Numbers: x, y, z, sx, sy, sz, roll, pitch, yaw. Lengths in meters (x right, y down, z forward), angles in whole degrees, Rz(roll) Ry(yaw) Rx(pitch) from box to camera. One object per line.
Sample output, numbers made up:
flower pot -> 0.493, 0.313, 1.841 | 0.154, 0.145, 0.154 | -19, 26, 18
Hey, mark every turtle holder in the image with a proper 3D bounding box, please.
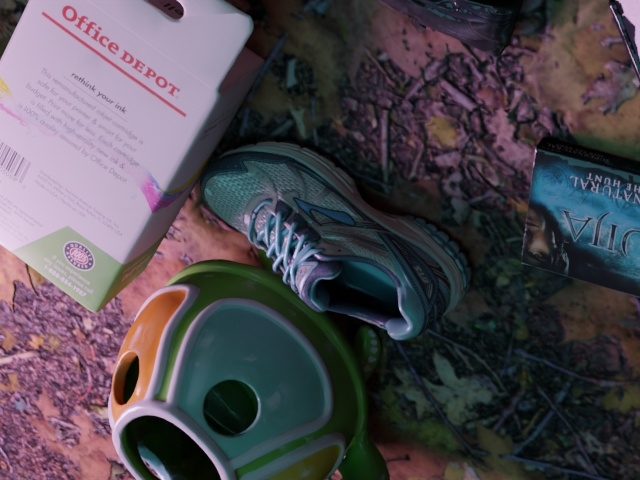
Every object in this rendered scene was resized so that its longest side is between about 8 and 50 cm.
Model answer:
turtle holder -> -0.078, 0.187, 1.565 | 0.243, 0.227, 0.320 | -11, 113, 34

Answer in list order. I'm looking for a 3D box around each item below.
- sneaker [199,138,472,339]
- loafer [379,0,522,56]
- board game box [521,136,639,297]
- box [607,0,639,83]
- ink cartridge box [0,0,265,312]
sneaker -> 0.000, 0.000, 1.467 | 0.283, 0.122, 0.110 | 26, 129, 15
loafer -> 0.087, -0.204, 1.326 | 0.170, 0.062, 0.061 | 23, 133, 18
board game box -> 0.273, -0.010, 1.363 | 0.186, 0.026, 0.126 | 17, 126, 21
box -> 0.386, -0.087, 1.139 | 0.295, 0.073, 0.293 | -9, 107, 55
ink cartridge box -> -0.197, -0.134, 1.475 | 0.207, 0.119, 0.353 | 36, 119, 5
